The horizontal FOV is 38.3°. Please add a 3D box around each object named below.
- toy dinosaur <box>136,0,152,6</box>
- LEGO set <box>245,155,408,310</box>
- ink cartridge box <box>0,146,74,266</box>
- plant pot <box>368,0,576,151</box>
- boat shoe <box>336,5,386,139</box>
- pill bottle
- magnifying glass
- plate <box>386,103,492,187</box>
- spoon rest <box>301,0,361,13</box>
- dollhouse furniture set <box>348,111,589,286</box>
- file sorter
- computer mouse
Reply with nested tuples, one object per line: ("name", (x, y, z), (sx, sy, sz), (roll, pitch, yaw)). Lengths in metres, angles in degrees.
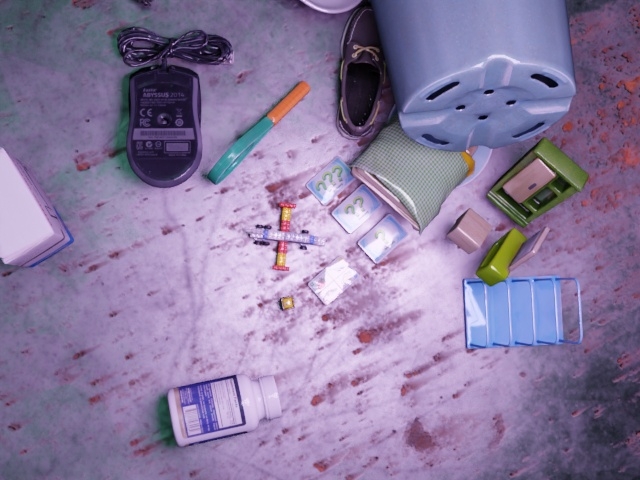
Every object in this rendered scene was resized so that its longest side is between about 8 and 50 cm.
("toy dinosaur", (-0.325, -0.443, 1.489), (0.268, 0.064, 0.118), (-6, 73, -8))
("LEGO set", (0.000, 0.000, 1.512), (0.244, 0.060, 0.182), (-41, 89, -8))
("ink cartridge box", (-0.453, -0.044, 1.375), (0.086, 0.203, 0.148), (-31, 92, -8))
("plant pot", (0.221, -0.334, 1.371), (0.341, 0.341, 0.334), (-1, 68, -8))
("boat shoe", (0.073, -0.283, 1.530), (0.081, 0.069, 0.227), (6, 86, -8))
("pill bottle", (-0.151, 0.263, 1.455), (0.169, 0.094, 0.094), (-11, 88, -9))
("magnifying glass", (-0.099, -0.176, 1.499), (0.026, 0.092, 0.231), (41, 72, -1))
("plate", (0.201, -0.177, 1.565), (0.188, 0.024, 0.188), (1, 86, -9))
("spoon rest", (-0.052, -0.452, 1.515), (0.276, 0.084, 0.137), (7, 86, -7))
("dollhouse furniture set", (0.230, -0.105, 1.444), (0.301, 0.151, 0.197), (40, 57, -3))
("file sorter", (0.334, 0.118, 1.526), (0.170, 0.104, 0.118), (-2, 86, -8))
("computer mouse", (-0.241, -0.205, 1.487), (0.188, 0.072, 0.272), (4, 74, -6))
